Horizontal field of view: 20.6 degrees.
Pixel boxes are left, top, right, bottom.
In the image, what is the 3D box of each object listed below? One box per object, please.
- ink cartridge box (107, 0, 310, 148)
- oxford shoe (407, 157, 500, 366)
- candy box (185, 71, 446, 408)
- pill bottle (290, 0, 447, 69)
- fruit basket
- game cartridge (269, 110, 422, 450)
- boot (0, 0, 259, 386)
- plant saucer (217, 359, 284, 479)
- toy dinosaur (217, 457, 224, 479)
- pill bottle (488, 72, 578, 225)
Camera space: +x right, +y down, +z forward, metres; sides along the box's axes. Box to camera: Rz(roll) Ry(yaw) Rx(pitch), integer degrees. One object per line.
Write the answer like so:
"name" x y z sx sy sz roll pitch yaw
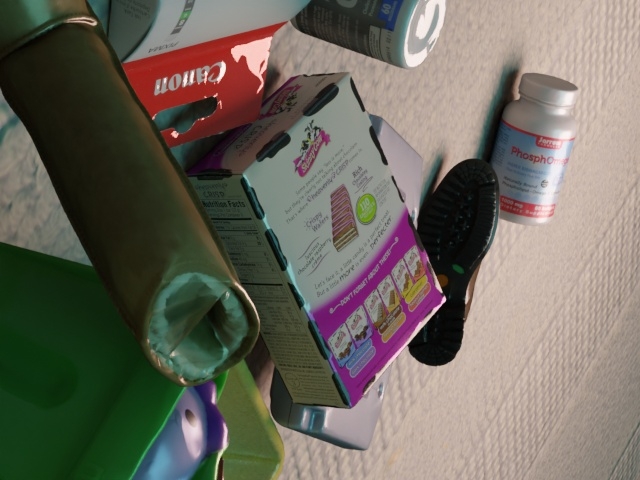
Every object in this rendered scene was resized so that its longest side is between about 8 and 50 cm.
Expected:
"ink cartridge box" -0.071 -0.161 1.264 0.181 0.056 0.224 -22 129 -45
"oxford shoe" 0.140 0.015 1.911 0.096 0.083 0.227 -57 164 -75
"candy box" 0.000 0.000 1.456 0.159 0.071 0.233 -45 123 -39
"pill bottle" 0.023 -0.190 1.372 0.078 0.137 0.078 -49 151 -39
"fruit basket" -0.126 0.229 1.108 0.392 0.392 0.283 -60 175 -19
"game cartridge" 0.030 0.041 1.629 0.196 0.060 0.294 32 67 -63
"boot" -0.131 -0.076 0.964 0.089 0.269 0.236 -30 153 1
"plant saucer" -0.169 0.227 1.394 0.332 0.081 0.333 -59 155 -23
"toy dinosaur" -0.094 0.233 1.442 0.082 0.047 0.090 -46 116 -25
"pill bottle" 0.239 -0.104 1.988 0.087 0.087 0.160 -23 130 -59
